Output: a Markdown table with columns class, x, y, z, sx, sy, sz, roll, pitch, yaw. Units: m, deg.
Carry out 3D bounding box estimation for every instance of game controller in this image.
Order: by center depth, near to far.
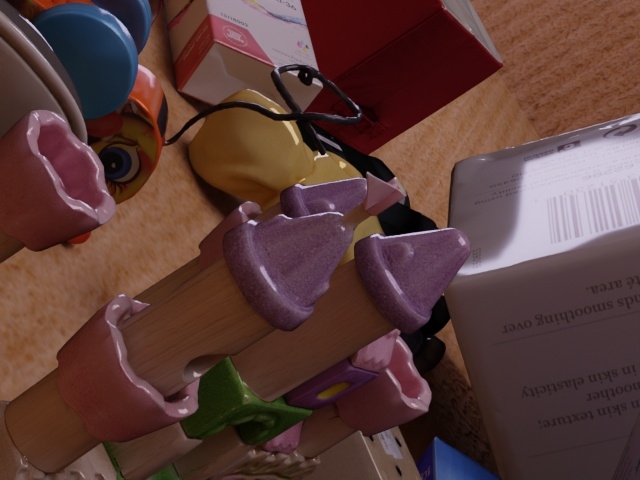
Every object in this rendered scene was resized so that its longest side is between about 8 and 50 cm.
| class | x | y | z | sx | sy | sz | roll | pitch | yaw |
| --- | --- | --- | --- | --- | --- | --- | --- | --- | --- |
| game controller | 0.023 | -0.046 | 1.485 | 0.166 | 0.067 | 0.319 | 50 | 12 | 25 |

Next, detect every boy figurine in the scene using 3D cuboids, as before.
| class | x | y | z | sx | sy | sz | roll | pitch | yaw |
| --- | --- | --- | --- | --- | --- | --- | --- | --- | --- |
| boy figurine | 0.000 | 0.000 | 1.256 | 0.285 | 0.092 | 0.177 | 48 | 34 | -24 |

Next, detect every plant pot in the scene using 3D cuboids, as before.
| class | x | y | z | sx | sy | sz | roll | pitch | yaw |
| --- | --- | --- | --- | --- | --- | --- | --- | --- | --- |
| plant pot | 0.003 | 0.152 | 0.991 | 0.109 | 0.096 | 0.109 | 24 | 38 | -61 |

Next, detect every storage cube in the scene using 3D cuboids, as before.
| class | x | y | z | sx | sy | sz | roll | pitch | yaw |
| --- | --- | --- | --- | --- | --- | --- | --- | --- | --- |
| storage cube | 0.056 | -0.238 | 1.658 | 0.183 | 0.193 | 0.215 | 28 | 33 | -59 |

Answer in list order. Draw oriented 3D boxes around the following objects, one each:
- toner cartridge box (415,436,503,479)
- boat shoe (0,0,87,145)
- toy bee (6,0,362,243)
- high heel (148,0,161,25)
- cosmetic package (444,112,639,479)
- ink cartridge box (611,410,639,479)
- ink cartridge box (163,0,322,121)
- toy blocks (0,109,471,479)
| class | x | y | z | sx | sy | sz | roll | pitch | yaw |
| --- | --- | --- | --- | --- | --- | --- | --- | --- | --- |
| toner cartridge box | 0.127 | 0.263 | 1.024 | 0.165 | 0.075 | 0.348 | 32 | 13 | -5 |
| boat shoe | -0.249 | -0.137 | 0.733 | 0.335 | 0.112 | 0.095 | 32 | 28 | -37 |
| toy bee | -0.155 | -0.079 | 0.919 | 0.298 | 0.162 | 0.195 | 34 | 25 | 6 |
| high heel | -0.119 | -0.212 | 1.019 | 0.181 | 0.127 | 0.377 | 41 | -5 | -25 |
| cosmetic package | 0.321 | 0.113 | 1.399 | 0.327 | 0.329 | 0.394 | -76 | 150 | -68 |
| ink cartridge box | 0.263 | 0.332 | 1.102 | 0.071 | 0.324 | 0.330 | 5 | 36 | -12 |
| ink cartridge box | -0.076 | -0.197 | 1.372 | 0.115 | 0.067 | 0.198 | 21 | 35 | -29 |
| toy blocks | -0.015 | 0.080 | 0.785 | 0.288 | 0.260 | 0.309 | 24 | 37 | -63 |
